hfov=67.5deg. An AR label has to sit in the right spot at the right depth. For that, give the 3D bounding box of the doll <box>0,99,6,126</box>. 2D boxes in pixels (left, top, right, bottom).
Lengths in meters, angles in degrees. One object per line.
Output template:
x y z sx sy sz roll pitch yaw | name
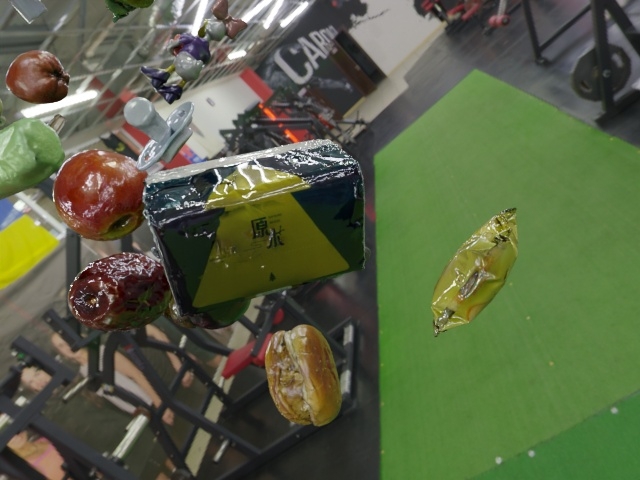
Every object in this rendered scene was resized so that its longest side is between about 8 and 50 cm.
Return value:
-0.890 -0.382 1.144 0.141 0.296 0.117 -34 56 2 | doll

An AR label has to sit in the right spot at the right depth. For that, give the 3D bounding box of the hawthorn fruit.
-0.716 -0.409 1.212 0.138 0.132 0.132 -6 27 12 | hawthorn fruit

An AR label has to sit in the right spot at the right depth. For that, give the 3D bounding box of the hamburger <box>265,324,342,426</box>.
-0.039 0.397 1.410 0.170 0.289 0.314 -18 -19 7 | hamburger

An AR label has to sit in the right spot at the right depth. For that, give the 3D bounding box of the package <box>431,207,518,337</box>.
0.261 0.054 0.810 0.226 0.090 0.168 -61 -12 29 | package

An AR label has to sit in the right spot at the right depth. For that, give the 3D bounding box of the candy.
-0.797 -0.192 1.209 0.344 0.132 0.142 -16 72 26 | candy

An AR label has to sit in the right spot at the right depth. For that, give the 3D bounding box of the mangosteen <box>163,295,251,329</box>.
-0.493 0.218 2.102 0.422 0.381 0.380 -31 19 28 | mangosteen

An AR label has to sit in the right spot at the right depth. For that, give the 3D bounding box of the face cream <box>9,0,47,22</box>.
-0.740 -0.616 1.121 0.057 0.198 0.084 -34 36 1 | face cream

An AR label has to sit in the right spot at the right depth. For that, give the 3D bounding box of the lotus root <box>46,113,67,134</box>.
-0.740 -0.315 1.332 0.030 0.037 0.083 -31 40 35 | lotus root

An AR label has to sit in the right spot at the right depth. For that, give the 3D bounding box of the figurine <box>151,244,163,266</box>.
-0.491 -0.003 1.733 0.222 0.145 0.145 -51 15 -32 | figurine

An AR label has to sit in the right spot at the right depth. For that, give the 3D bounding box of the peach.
-0.824 -0.179 1.822 0.372 0.373 0.290 -47 -20 -6 | peach

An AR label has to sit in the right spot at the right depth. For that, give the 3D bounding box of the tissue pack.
-0.135 -0.039 1.008 0.418 0.263 0.253 -13 32 -12 | tissue pack

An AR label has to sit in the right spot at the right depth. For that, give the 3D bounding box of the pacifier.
-0.535 -0.363 1.531 0.278 0.207 0.227 -52 39 -1 | pacifier

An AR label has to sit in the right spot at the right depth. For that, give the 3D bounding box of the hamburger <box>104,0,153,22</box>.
-0.552 -0.737 1.353 0.125 0.214 0.234 7 79 30 | hamburger

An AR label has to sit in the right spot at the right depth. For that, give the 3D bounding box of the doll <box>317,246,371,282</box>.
-0.012 -0.013 1.903 0.383 0.377 0.252 -9 -12 17 | doll

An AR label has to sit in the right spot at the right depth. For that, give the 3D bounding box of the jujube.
-0.535 0.141 1.297 0.223 0.223 0.318 -45 -2 4 | jujube

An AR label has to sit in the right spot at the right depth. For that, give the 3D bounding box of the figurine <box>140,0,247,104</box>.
-0.455 -0.686 1.730 0.193 0.154 0.420 23 75 43 | figurine
